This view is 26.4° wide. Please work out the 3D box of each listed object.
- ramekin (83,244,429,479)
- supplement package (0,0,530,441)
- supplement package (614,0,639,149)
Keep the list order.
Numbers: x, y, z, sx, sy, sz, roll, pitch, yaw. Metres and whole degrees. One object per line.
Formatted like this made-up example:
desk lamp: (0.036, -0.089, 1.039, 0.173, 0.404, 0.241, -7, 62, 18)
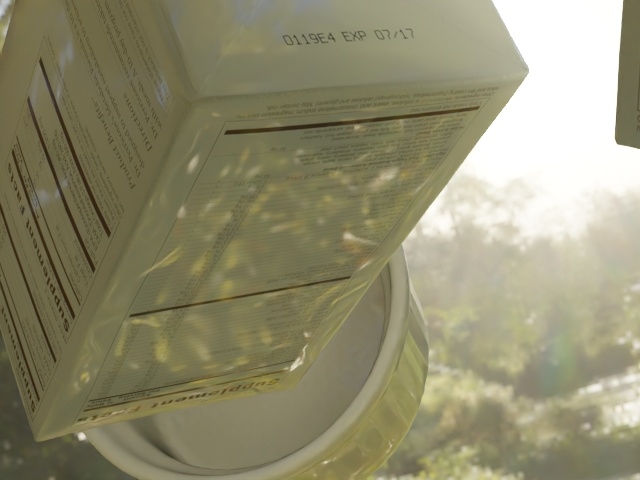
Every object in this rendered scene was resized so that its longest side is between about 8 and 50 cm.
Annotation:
ramekin: (-0.049, 0.078, 1.056, 0.277, 0.277, 0.135, -16, -31, 12)
supplement package: (-0.050, -0.039, 0.560, 0.139, 0.134, 0.244, -8, -29, -30)
supplement package: (0.252, -0.121, 0.458, 0.204, 0.145, 0.262, 18, 36, 34)
